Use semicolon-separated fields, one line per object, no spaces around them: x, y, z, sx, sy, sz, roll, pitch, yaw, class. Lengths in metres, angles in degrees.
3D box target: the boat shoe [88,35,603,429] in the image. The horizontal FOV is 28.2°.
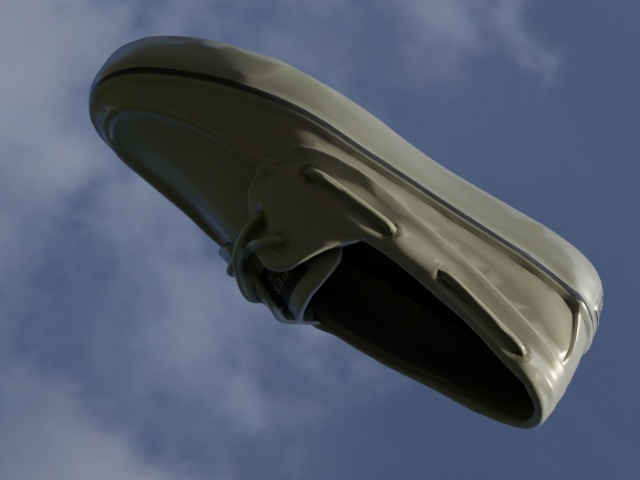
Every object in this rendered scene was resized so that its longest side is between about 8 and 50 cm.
0.000;0.000;0.596;0.267;0.096;0.088;32;-130;0;boat shoe
